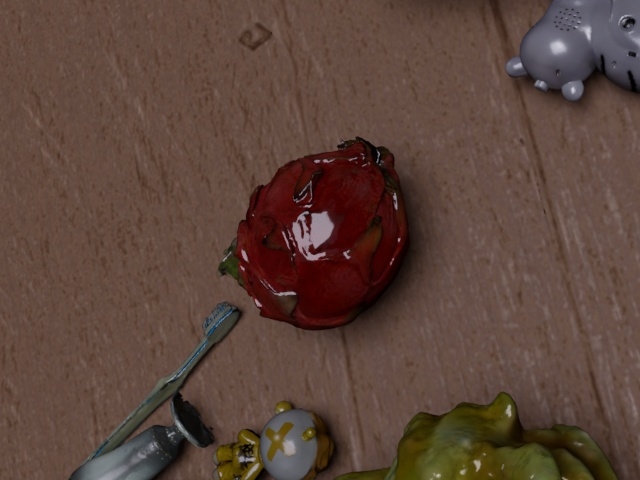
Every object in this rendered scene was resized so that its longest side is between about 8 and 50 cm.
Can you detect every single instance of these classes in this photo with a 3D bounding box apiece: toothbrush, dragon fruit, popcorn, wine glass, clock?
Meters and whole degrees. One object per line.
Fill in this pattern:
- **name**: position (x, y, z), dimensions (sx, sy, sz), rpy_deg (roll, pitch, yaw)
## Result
- **toothbrush**: position (-0.189, 0.179, 1.154), dimensions (0.294, 0.026, 0.028), rpy_deg (-50, 47, 7)
- **dragon fruit**: position (0.000, 0.000, 1.029), dimensions (0.209, 0.172, 0.172), rpy_deg (-42, 66, 26)
- **popcorn**: position (0.132, 0.295, 0.830), dimensions (0.290, 0.325, 0.321), rpy_deg (-46, 73, 27)
- **wine glass**: position (-0.195, 0.235, 1.121), dimensions (0.155, 0.072, 0.072), rpy_deg (-37, 67, 12)
- **clock**: position (0.274, -0.182, 0.994), dimensions (0.176, 0.080, 0.117), rpy_deg (23, 89, 27)

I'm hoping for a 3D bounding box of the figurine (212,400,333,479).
- **figurine**: position (-0.051, 0.213, 1.069), dimensions (0.143, 0.068, 0.101), rpy_deg (5, 74, 41)
